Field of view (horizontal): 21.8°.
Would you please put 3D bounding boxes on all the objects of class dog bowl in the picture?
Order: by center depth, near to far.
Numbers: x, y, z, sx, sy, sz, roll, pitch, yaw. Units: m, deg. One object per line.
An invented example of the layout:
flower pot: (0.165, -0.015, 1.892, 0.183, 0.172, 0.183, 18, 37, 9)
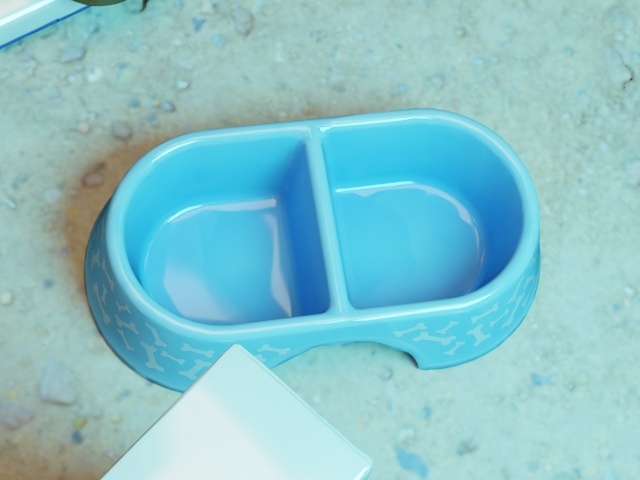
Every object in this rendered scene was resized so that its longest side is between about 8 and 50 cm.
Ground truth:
dog bowl: (0.000, 0.000, 1.039, 0.297, 0.074, 0.166, -6, 70, -8)

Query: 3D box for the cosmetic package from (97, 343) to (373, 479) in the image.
cosmetic package: (-0.140, 0.250, 0.813, 0.097, 0.284, 0.377, 41, 70, 10)

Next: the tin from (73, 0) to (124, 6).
tin: (-0.145, -0.233, 1.107, 0.106, 0.040, 0.189, 22, 51, -9)

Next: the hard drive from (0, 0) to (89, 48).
hard drive: (-0.338, -0.177, 1.091, 0.319, 0.040, 0.210, -28, 74, -16)
